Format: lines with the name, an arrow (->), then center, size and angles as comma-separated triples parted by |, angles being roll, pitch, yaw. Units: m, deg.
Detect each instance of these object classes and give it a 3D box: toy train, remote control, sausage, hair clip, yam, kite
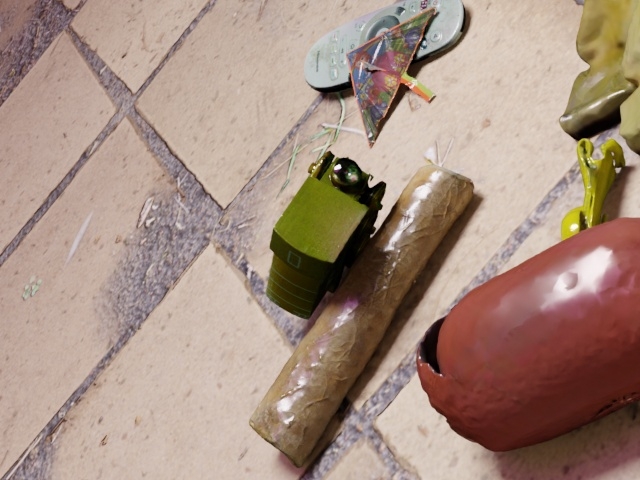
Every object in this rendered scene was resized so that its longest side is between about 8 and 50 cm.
toy train -> 0.000, 0.000, 1.469 | 0.137, 0.090, 0.225 | -57, -9, -25
remote control -> 0.080, -0.247, 1.724 | 0.256, 0.045, 0.097 | -13, 66, 41
sausage -> 0.205, 0.084, 1.164 | 0.280, 0.152, 0.152 | -30, 39, 33
hair clip -> 0.250, -0.018, 1.275 | 0.046, 0.072, 0.173 | 3, 60, 22
yam -> 0.045, 0.072, 1.446 | 0.356, 0.081, 0.081 | -56, 33, -7
kite -> 0.084, -0.206, 1.671 | 0.159, 0.010, 0.190 | 27, 95, 40

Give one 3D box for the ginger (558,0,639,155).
ginger -> 0.336, -0.258, 1.267 | 0.358, 0.211, 0.413 | -53, 33, 5
